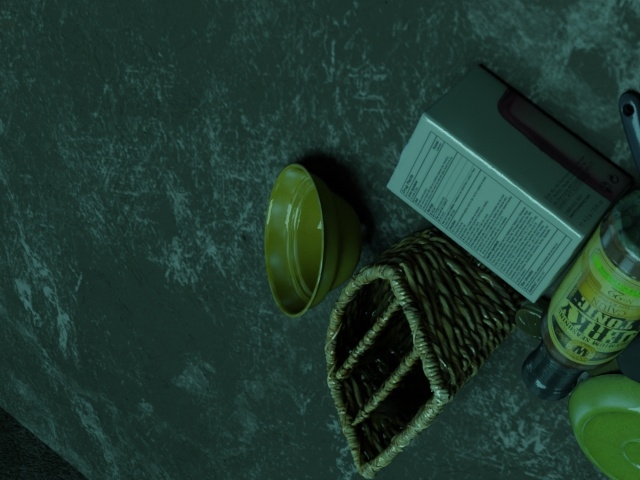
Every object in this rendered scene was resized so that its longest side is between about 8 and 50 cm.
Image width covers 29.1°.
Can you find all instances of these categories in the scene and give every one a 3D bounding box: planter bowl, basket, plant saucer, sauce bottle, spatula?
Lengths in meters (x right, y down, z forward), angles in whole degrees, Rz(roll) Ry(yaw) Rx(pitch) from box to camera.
[{"bbox_3d":[0.000,0.000,1.744,0.217,0.090,0.217,180,90,-67],"label":"planter bowl"},{"bbox_3d":[0.099,0.146,1.702,0.213,0.223,0.299,43,145,6],"label":"basket"},{"bbox_3d":[0.429,0.270,1.609,0.241,0.037,0.241,25,145,19],"label":"plant saucer"},{"bbox_3d":[0.327,0.081,1.450,0.111,0.111,0.344,37,145,14],"label":"sauce bottle"},{"bbox_3d":[0.392,-0.034,1.390,0.084,0.030,0.296,-3,122,46],"label":"spatula"}]

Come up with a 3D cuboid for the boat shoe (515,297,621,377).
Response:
[{"bbox_3d":[0.328,0.123,1.604,0.153,0.048,0.056,29,135,14],"label":"boat shoe"}]

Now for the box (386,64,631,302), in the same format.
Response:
[{"bbox_3d":[0.219,-0.067,1.454,0.232,0.127,0.149,40,144,11],"label":"box"}]

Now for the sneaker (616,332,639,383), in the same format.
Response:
[{"bbox_3d":[0.463,0.165,1.425,0.286,0.130,0.109,7,131,44],"label":"sneaker"}]
